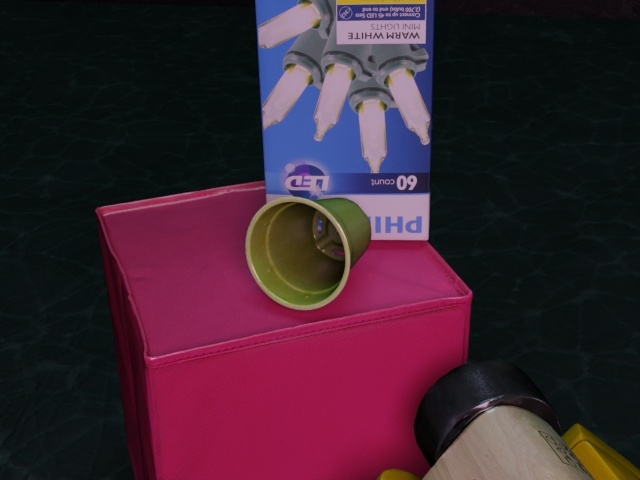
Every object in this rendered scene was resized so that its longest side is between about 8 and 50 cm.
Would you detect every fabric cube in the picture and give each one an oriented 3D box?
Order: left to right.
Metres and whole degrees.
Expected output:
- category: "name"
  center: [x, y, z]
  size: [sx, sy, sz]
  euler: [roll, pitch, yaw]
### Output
- category: "fabric cube"
  center: [-0.037, 0.118, 0.941]
  size: [0.254, 0.258, 0.259]
  euler: [-9, 29, -15]

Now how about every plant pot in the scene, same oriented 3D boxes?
- category: "plant pot"
  center: [0.000, 0.000, 0.816]
  size: [0.083, 0.083, 0.079]
  euler: [12, 20, 24]

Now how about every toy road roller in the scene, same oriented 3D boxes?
- category: "toy road roller"
  center: [0.153, 0.261, 0.759]
  size: [0.329, 0.240, 0.202]
  euler: [34, 13, -29]

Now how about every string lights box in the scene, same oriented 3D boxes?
- category: "string lights box"
  center: [0.021, -0.131, 0.855]
  size: [0.133, 0.260, 0.077]
  euler: [0, 28, 4]
